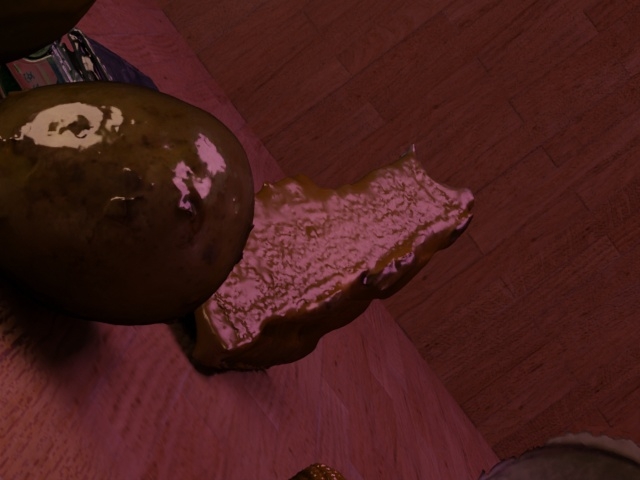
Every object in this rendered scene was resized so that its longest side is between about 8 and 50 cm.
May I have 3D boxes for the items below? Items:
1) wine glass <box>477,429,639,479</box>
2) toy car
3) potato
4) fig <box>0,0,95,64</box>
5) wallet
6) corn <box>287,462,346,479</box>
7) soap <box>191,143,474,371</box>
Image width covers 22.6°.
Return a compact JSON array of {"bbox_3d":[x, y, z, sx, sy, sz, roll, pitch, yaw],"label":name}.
[{"bbox_3d":[0.202,0.333,1.301,0.323,0.238,0.238,86,-22,-49],"label":"wine glass"},{"bbox_3d":[-0.252,-0.131,1.523,0.224,0.076,0.090,61,2,-11],"label":"toy car"},{"bbox_3d":[-0.147,-0.025,1.165,0.307,0.210,0.173,65,30,-86],"label":"potato"},{"bbox_3d":[-0.272,-0.230,1.155,0.239,0.239,0.271,52,27,-17],"label":"fig"},{"bbox_3d":[-0.202,-0.102,1.819,0.237,0.075,0.342,60,4,5],"label":"wallet"},{"bbox_3d":[0.022,0.269,1.327,0.080,0.080,0.231,49,4,-38],"label":"corn"},{"bbox_3d":[0.000,0.000,1.643,0.169,0.304,0.338,51,4,9],"label":"soap"}]
